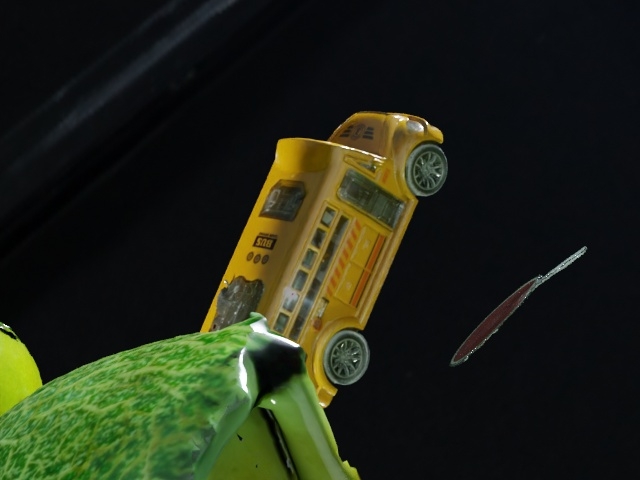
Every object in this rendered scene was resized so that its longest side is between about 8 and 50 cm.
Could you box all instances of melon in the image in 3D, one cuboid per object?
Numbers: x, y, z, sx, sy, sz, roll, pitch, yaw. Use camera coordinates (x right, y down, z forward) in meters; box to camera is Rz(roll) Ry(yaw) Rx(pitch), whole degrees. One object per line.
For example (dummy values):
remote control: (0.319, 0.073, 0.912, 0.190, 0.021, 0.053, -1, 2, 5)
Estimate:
melon: (-0.065, 0.167, 0.431, 0.129, 0.169, 0.265, -35, -66, -50)

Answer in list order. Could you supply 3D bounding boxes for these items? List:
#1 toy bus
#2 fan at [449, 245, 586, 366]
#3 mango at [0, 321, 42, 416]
toy bus: (0.000, 0.000, 0.860, 0.074, 0.069, 0.162, 31, -103, -35)
fan: (0.128, 0.040, 1.065, 0.005, 0.133, 0.085, 45, -140, -1)
mango: (-0.193, 0.098, 0.696, 0.178, 0.100, 0.119, -35, -74, -29)
